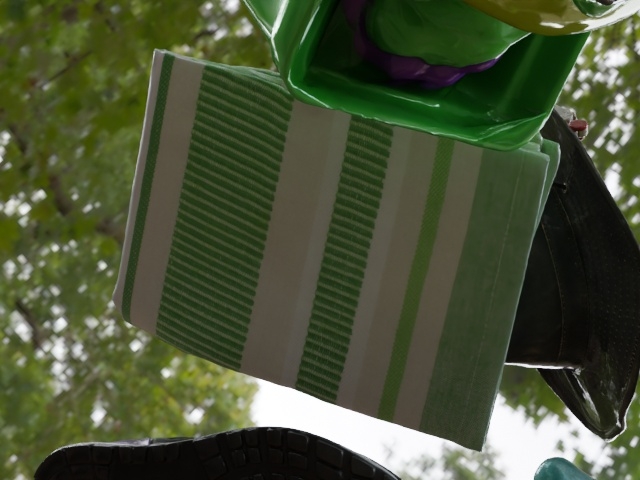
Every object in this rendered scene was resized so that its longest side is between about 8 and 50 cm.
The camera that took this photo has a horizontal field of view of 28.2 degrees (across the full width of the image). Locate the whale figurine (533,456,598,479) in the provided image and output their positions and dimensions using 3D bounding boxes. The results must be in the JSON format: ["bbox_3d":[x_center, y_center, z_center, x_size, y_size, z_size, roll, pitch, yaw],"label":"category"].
[{"bbox_3d":[0.168,0.304,0.942,0.216,0.141,0.272,19,-82,27],"label":"whale figurine"}]

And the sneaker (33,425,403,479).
[{"bbox_3d":[-0.053,0.175,0.898,0.283,0.124,0.107,2,-91,22],"label":"sneaker"}]

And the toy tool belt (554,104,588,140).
[{"bbox_3d":[0.239,-0.106,1.283,0.083,0.052,0.051,35,-38,49],"label":"toy tool belt"}]

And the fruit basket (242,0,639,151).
[{"bbox_3d":[0.129,-0.220,0.729,0.392,0.283,0.392,-9,-102,45],"label":"fruit basket"}]

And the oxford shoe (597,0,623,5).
[{"bbox_3d":[0.124,-0.195,0.485,0.076,0.076,0.212,156,-67,-81],"label":"oxford shoe"}]

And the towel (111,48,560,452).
[{"bbox_3d":[0.000,0.000,0.988,0.325,0.038,0.247,16,-76,15],"label":"towel"}]

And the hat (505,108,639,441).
[{"bbox_3d":[0.166,0.030,1.149,0.331,0.134,0.331,170,-90,-78],"label":"hat"}]
